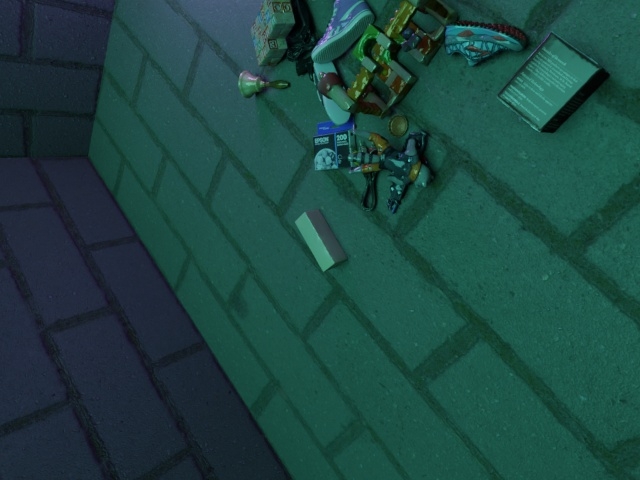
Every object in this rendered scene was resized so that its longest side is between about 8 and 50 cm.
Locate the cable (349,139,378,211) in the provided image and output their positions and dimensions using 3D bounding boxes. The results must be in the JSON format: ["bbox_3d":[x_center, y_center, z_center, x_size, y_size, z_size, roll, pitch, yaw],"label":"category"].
[{"bbox_3d":[0.207,-0.267,1.663,0.139,0.072,0.288,-7,108,25],"label":"cable"}]

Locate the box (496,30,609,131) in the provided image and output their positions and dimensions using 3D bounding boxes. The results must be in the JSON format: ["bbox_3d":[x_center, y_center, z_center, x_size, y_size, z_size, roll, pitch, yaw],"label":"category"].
[{"bbox_3d":[0.649,-0.433,1.144,0.167,0.168,0.203,51,127,21],"label":"box"}]

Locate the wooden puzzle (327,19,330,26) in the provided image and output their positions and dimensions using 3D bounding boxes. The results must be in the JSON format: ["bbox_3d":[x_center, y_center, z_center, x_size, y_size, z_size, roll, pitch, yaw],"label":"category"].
[{"bbox_3d":[0.062,-0.878,1.658,0.083,0.006,0.049,46,126,24],"label":"wooden puzzle"}]

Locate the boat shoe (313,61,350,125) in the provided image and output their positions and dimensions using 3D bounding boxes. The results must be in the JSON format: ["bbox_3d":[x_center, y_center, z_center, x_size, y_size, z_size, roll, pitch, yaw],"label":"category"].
[{"bbox_3d":[0.038,-0.603,1.684,0.102,0.108,0.302,130,119,-76],"label":"boat shoe"}]

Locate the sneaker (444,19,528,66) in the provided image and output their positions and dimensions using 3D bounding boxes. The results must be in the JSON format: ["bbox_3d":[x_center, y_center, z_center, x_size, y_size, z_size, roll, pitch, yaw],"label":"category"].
[{"bbox_3d":[0.517,-0.614,1.285,0.261,0.104,0.125,31,139,34],"label":"sneaker"}]

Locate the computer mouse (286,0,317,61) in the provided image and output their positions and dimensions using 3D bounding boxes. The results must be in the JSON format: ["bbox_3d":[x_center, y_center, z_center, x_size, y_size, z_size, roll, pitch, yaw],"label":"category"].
[{"bbox_3d":[-0.097,-0.928,1.744,0.188,0.072,0.273,-12,95,47],"label":"computer mouse"}]

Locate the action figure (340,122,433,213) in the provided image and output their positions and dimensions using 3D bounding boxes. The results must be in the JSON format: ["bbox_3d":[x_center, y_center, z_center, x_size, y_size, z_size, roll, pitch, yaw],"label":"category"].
[{"bbox_3d":[0.250,-0.251,1.517,0.329,0.178,0.342,20,118,22],"label":"action figure"}]

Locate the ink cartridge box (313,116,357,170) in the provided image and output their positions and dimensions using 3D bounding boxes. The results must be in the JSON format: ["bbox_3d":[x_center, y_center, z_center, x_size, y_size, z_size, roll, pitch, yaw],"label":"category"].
[{"bbox_3d":[0.057,-0.412,1.747,0.206,0.045,0.209,3,101,41],"label":"ink cartridge box"}]

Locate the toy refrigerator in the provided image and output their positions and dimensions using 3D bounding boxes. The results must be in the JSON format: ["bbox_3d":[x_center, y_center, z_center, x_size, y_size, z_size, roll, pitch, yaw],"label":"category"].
[{"bbox_3d":[0.000,0.000,1.854,0.094,0.102,0.270,-42,73,39],"label":"toy refrigerator"}]

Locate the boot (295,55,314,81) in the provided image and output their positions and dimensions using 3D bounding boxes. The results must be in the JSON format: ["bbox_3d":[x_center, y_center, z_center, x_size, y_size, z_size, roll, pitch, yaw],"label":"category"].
[{"bbox_3d":[-0.062,-0.741,1.773,0.099,0.045,0.121,-3,91,39],"label":"boot"}]

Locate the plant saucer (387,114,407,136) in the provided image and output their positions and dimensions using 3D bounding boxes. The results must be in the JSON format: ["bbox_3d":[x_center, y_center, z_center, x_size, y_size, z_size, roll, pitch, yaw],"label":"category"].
[{"bbox_3d":[0.296,-0.437,1.553,0.083,0.013,0.084,12,108,39],"label":"plant saucer"}]

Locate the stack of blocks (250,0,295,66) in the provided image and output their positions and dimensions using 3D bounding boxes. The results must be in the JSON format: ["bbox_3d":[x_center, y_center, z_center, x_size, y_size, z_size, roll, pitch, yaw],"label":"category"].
[{"bbox_3d":[-0.206,-0.899,1.755,0.297,0.087,0.172,-9,95,66],"label":"stack of blocks"}]

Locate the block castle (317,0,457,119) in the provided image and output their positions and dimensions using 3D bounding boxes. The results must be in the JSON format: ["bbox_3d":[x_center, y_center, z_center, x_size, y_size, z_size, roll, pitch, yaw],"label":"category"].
[{"bbox_3d":[0.212,-0.657,1.383,0.213,0.302,0.453,51,127,21],"label":"block castle"}]

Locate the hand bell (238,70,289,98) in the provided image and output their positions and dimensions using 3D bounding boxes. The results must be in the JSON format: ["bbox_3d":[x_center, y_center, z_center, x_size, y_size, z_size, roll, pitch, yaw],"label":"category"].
[{"bbox_3d":[-0.253,-0.735,1.917,0.241,0.126,0.126,11,107,27],"label":"hand bell"}]

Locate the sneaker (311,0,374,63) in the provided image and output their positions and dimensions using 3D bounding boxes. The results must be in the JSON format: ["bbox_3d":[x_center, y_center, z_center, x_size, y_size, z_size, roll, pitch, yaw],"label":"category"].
[{"bbox_3d":[0.062,-0.832,1.594,0.282,0.102,0.161,-32,74,19],"label":"sneaker"}]
